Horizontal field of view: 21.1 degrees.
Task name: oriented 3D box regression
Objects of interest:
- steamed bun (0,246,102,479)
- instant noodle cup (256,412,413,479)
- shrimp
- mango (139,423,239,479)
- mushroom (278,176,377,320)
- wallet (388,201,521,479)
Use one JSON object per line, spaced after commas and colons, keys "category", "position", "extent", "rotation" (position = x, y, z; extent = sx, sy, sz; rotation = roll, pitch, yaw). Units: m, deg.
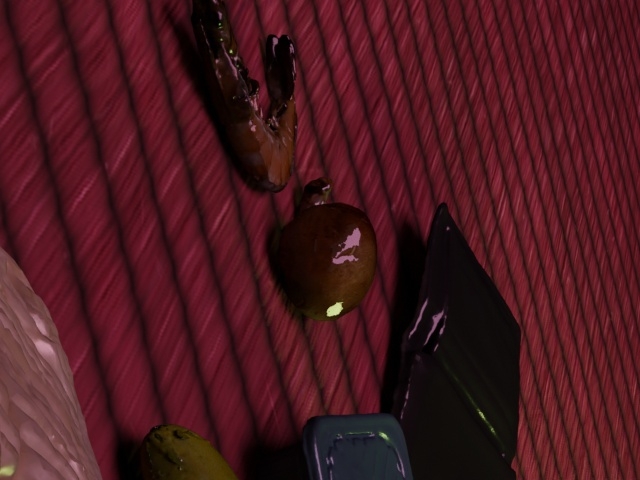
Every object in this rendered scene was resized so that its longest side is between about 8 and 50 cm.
{"category": "steamed bun", "position": [-0.222, 0.078, 0.613], "extent": [0.346, 0.237, 0.394], "rotation": [61, -3, 0]}
{"category": "instant noodle cup", "position": [0.015, 0.209, 1.271], "extent": [0.179, 0.070, 0.157], "rotation": [10, 68, -64]}
{"category": "shrimp", "position": [-0.053, -0.139, 1.337], "extent": [0.148, 0.035, 0.195], "rotation": [-69, 146, -49]}
{"category": "mango", "position": [-0.071, 0.193, 1.079], "extent": [0.091, 0.074, 0.165], "rotation": [-27, 103, -64]}
{"category": "mushroom", "position": [0.006, -0.004, 1.362], "extent": [0.088, 0.073, 0.129], "rotation": [15, 55, -26]}
{"category": "wallet", "position": [0.129, 0.150, 1.593], "extent": [0.247, 0.041, 0.323], "rotation": [52, 37, -43]}
